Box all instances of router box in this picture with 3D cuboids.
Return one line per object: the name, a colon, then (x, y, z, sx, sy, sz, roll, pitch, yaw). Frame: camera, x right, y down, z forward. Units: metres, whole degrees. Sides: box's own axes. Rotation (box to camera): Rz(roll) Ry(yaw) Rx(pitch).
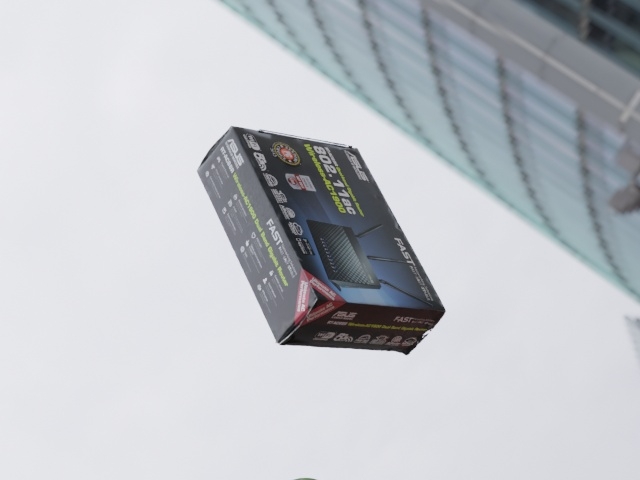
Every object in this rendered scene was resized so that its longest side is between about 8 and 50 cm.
router box: (0.000, 0.000, 0.883, 0.092, 0.122, 0.038, 7, -45, -42)

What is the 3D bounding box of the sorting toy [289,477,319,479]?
sorting toy: (-0.031, 0.110, 0.497, 0.102, 0.042, 0.061, -57, -49, -41)
